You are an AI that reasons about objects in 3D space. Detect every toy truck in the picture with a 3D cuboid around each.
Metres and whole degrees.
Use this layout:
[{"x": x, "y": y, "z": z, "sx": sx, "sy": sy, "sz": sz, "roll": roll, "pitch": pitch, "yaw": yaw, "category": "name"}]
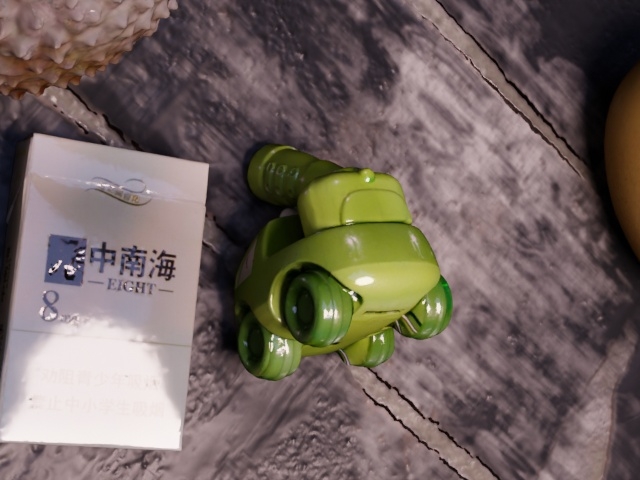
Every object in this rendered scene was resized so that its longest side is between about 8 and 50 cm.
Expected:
[{"x": 0.010, "y": 0.010, "z": 0.913, "sx": 0.148, "sy": 0.187, "sz": 0.210, "roll": -1, "pitch": 85, "yaw": -32, "category": "toy truck"}]

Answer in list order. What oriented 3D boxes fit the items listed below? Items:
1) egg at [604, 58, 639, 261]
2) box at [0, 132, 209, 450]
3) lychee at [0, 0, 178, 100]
[{"x": 0.423, "y": -0.058, "z": 1.095, "sx": 0.250, "sy": 0.250, "sz": 0.322, "roll": -39, "pitch": 92, "yaw": -24, "category": "egg"}, {"x": -0.181, "y": 0.045, "z": 0.881, "sx": 0.155, "sy": 0.067, "sz": 0.243, "roll": 10, "pitch": 81, "yaw": -27, "category": "box"}, {"x": -0.237, "y": -0.233, "z": 0.768, "sx": 0.300, "sy": 0.300, "sz": 0.300, "roll": 3, "pitch": 84, "yaw": -27, "category": "lychee"}]
